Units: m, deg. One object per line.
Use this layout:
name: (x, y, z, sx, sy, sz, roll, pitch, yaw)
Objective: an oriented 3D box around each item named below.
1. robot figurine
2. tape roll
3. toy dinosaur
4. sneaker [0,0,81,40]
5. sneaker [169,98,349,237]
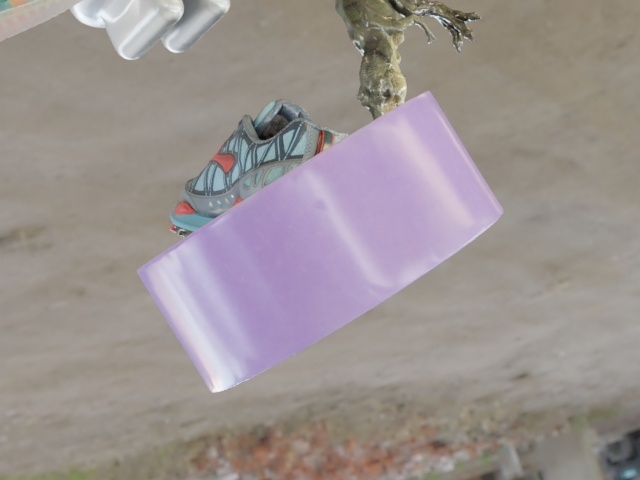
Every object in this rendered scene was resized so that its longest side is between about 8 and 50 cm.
robot figurine: (-0.235, -0.389, 1.694, 0.300, 0.353, 0.200, -17, 167, -48)
tape roll: (0.000, 0.000, 0.798, 0.189, 0.080, 0.189, -32, -178, 1)
toy dinosaur: (0.051, -0.194, 1.172, 0.118, 0.268, 0.064, 6, 137, -31)
sneaker: (-0.257, -0.216, 1.062, 0.302, 0.108, 0.121, -29, 129, 2)
sneaker: (-0.036, -0.045, 1.150, 0.104, 0.125, 0.262, 20, 176, -23)
